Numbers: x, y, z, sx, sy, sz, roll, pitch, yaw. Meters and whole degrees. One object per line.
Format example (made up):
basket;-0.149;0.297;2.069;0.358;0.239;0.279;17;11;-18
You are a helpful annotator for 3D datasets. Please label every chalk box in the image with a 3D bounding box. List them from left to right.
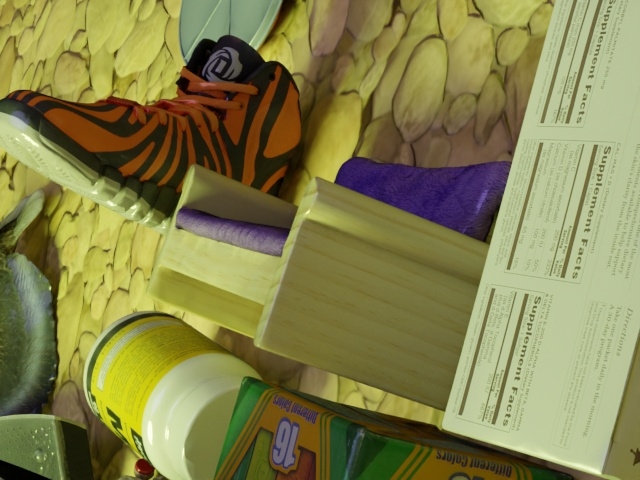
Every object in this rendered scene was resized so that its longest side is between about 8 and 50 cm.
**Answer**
chalk box;0.017;0.261;1.202;0.180;0.179;0.289;12;85;60

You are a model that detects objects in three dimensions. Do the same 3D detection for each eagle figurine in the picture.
eagle figurine;-0.397;0.088;1.992;0.226;0.225;0.298;-41;-65;-78

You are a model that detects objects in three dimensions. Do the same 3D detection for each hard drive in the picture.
hard drive;-0.304;0.260;1.786;0.254;0.054;0.172;-16;82;48

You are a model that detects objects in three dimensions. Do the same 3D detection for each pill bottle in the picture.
pill bottle;-0.114;0.141;1.531;0.208;0.119;0.119;25;97;60

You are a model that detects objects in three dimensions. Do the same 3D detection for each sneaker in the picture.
sneaker;-0.135;-0.105;1.511;0.124;0.321;0.180;25;88;35

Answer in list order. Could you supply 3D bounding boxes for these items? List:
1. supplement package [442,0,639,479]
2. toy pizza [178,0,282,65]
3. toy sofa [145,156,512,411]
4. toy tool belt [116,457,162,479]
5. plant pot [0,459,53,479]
supplement package;0.217;0.011;0.983;0.145;0.204;0.262;10;83;60
toy pizza;-0.076;-0.247;1.753;0.201;0.032;0.201;-31;51;47
toy sofa;0.000;0.000;1.316;0.177;0.150;0.362;-70;18;-2
toy tool belt;-0.177;0.244;1.647;0.083;0.052;0.051;-59;-15;-48
plant pot;-0.157;0.255;1.155;0.187;0.167;0.188;14;89;60
